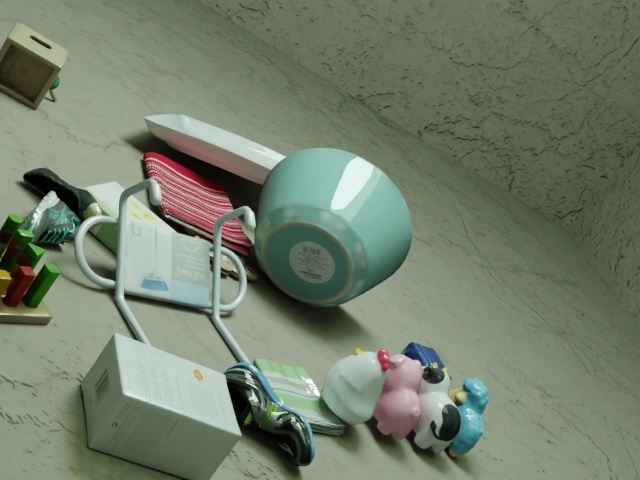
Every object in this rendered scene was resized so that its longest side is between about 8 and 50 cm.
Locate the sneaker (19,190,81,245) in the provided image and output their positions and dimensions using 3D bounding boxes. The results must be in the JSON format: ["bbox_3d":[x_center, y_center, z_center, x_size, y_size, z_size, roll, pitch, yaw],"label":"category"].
[{"bbox_3d":[-0.406,-0.021,1.634,0.076,0.065,0.166,37,19,-10],"label":"sneaker"}]

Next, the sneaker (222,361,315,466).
[{"bbox_3d":[-0.081,0.257,1.549,0.188,0.067,0.078,45,41,20],"label":"sneaker"}]

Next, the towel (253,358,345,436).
[{"bbox_3d":[-0.034,0.244,1.708,0.113,0.023,0.152,20,24,-43],"label":"towel"}]

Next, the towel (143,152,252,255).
[{"bbox_3d":[-0.241,-0.077,2.090,0.199,0.031,0.275,26,17,-27],"label":"towel"}]

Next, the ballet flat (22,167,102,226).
[{"bbox_3d":[-0.412,-0.065,1.729,0.173,0.057,0.049,30,25,31],"label":"ballet flat"}]

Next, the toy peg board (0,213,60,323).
[{"bbox_3d":[-0.439,0.026,1.424,0.161,0.079,0.161,46,20,30],"label":"toy peg board"}]

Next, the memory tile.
[{"bbox_3d":[-0.184,0.020,1.995,0.113,0.012,0.148,17,24,-50],"label":"memory tile"}]

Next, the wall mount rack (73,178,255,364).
[{"bbox_3d":[-0.206,0.076,1.670,0.350,0.131,0.304,16,65,-45],"label":"wall mount rack"}]

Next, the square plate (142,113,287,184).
[{"bbox_3d":[-0.188,-0.188,2.319,0.347,0.049,0.344,22,10,3],"label":"square plate"}]

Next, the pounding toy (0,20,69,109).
[{"bbox_3d":[-0.545,-0.323,2.046,0.141,0.130,0.100,30,31,-19],"label":"pounding toy"}]

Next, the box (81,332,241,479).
[{"bbox_3d":[-0.203,0.214,1.366,0.171,0.091,0.130,26,20,-28],"label":"box"}]

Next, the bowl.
[{"bbox_3d":[0.000,0.000,2.010,0.312,0.311,0.163,36,37,-1],"label":"bowl"}]

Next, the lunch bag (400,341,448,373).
[{"bbox_3d":[0.187,0.239,2.050,0.065,0.067,0.098,23,21,-36],"label":"lunch bag"}]

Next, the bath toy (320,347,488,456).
[{"bbox_3d":[0.146,0.254,1.807,0.348,0.129,0.151,24,20,-43],"label":"bath toy"}]

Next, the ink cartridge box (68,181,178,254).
[{"bbox_3d":[-0.305,-0.031,1.853,0.171,0.056,0.235,39,20,10],"label":"ink cartridge box"}]
